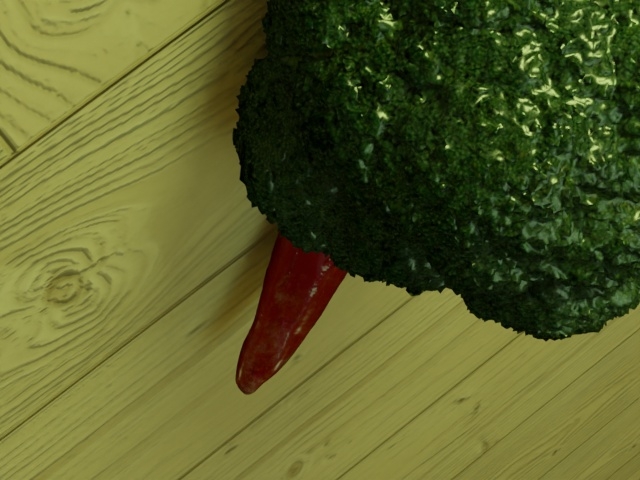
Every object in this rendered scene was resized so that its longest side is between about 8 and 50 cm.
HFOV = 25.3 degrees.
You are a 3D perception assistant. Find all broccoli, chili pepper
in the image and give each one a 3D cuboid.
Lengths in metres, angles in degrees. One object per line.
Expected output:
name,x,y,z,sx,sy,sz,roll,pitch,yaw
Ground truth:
broccoli,0.109,-0.088,0.832,0.304,0.321,0.283,-48,-176,33
chili pepper,0.000,0.000,1.013,0.071,0.063,0.272,-9,136,-46
